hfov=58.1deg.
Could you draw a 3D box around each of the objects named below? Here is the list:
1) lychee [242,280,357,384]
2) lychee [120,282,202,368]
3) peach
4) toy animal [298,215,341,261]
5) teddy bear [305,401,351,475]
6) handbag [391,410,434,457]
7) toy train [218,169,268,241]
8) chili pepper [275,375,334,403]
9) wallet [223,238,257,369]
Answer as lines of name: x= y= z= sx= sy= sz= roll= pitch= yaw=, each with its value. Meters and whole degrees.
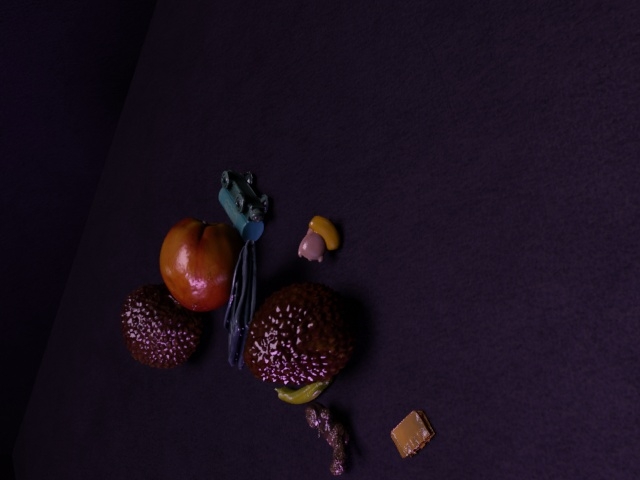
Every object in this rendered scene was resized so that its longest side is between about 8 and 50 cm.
lychee: x=-0.046 y=0.211 z=1.275 sx=0.236 sy=0.271 sz=0.236 roll=34 pitch=135 yaw=41
lychee: x=-0.507 y=0.277 z=1.821 sx=0.267 sy=0.267 sz=0.267 roll=-15 pitch=70 yaw=49
peach: x=-0.339 y=0.073 z=1.652 sx=0.281 sy=0.238 sz=0.281 roll=10 pitch=-90 yaw=-88
toy animal: x=0.000 y=0.000 z=1.406 sx=0.082 sy=0.091 sz=0.114 roll=-177 pitch=110 yaw=-79
teddy bear: x=0.027 y=0.422 z=1.273 sx=0.160 sy=0.078 sz=0.119 roll=56 pitch=158 yaw=34
handbag: x=0.180 y=0.378 z=1.127 sx=0.083 sy=0.027 sz=0.061 roll=-53 pitch=44 yaw=27
toy train: x=-0.234 y=-0.104 z=1.701 sx=0.248 sy=0.101 sz=0.159 roll=52 pitch=134 yaw=45
chili pepper: x=-0.036 y=0.366 z=1.391 sx=0.208 sy=0.043 sz=0.049 roll=-24 pitch=38 yaw=40
wallet: x=-0.207 y=0.173 z=1.486 sx=0.342 sy=0.075 sz=0.237 roll=110 pitch=164 yaw=-61
